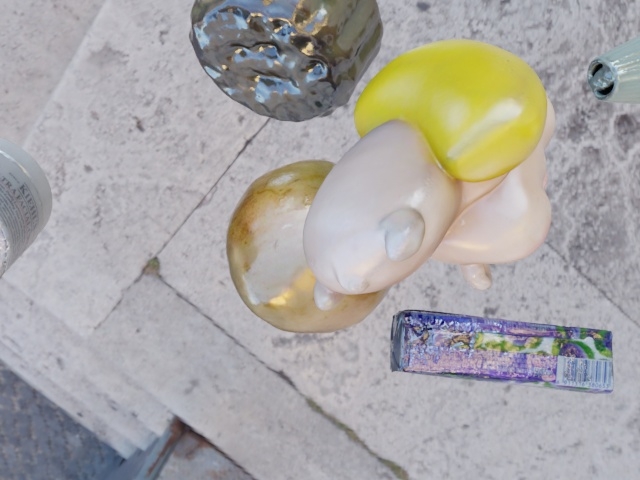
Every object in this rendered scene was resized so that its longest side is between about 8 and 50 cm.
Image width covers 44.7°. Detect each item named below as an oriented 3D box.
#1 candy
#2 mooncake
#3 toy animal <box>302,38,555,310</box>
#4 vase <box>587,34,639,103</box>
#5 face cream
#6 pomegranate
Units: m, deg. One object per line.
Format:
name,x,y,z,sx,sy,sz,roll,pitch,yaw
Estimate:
candy,0.250,0.152,1.066,0.312,0.088,0.061,8,169,-9
mooncake,-0.058,-0.319,1.199,0.290,0.161,0.290,20,153,10
toy animal,0.160,-0.054,0.865,0.247,0.345,0.277,40,149,-28
vase,0.522,-0.267,1.193,0.248,0.128,0.128,-15,125,-20
face cream,-0.471,-0.035,1.040,0.177,0.153,0.177,2,120,4
pomegranate,0.000,0.000,1.122,0.270,0.252,0.229,-29,151,29
